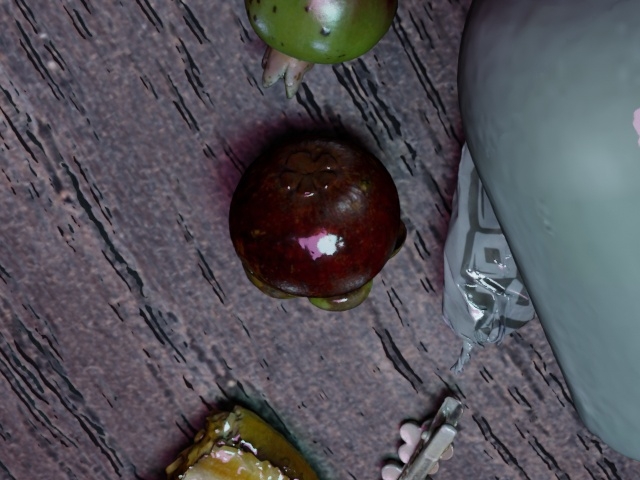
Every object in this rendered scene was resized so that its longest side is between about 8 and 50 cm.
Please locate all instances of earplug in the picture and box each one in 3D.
[{"bbox_3d":[0.271,-0.069,1.265,0.313,0.312,0.394,-21,123,11],"label":"earplug"}]

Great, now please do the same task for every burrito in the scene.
[{"bbox_3d":[0.187,-0.073,1.486,0.139,0.101,0.445,3,119,-15],"label":"burrito"}]

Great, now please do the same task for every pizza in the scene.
[{"bbox_3d":[-0.084,0.313,1.722,0.251,0.074,0.288,37,116,-17],"label":"pizza"}]

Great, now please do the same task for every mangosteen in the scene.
[{"bbox_3d":[0.000,0.002,1.500,0.156,0.146,0.181,-4,121,-1],"label":"mangosteen"}]

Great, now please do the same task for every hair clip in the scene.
[{"bbox_3d":[0.087,0.232,1.695,0.062,0.056,0.214,26,126,-1],"label":"hair clip"}]

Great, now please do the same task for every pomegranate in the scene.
[{"bbox_3d":[0.002,-0.189,1.407,0.129,0.129,0.159,-6,144,3],"label":"pomegranate"}]
